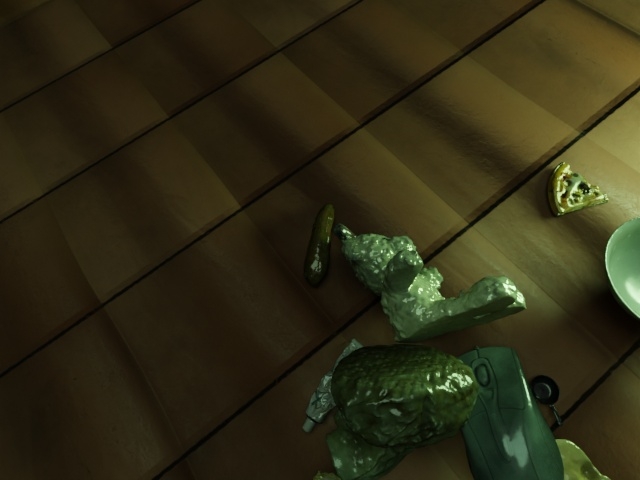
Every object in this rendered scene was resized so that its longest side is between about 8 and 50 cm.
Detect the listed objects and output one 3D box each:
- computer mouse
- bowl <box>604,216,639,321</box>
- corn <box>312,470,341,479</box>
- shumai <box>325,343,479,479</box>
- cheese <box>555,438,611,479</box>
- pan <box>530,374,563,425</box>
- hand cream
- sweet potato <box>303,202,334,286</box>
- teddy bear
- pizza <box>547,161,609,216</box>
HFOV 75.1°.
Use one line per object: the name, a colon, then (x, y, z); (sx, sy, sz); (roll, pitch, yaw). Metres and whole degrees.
computer mouse: (0.390, 0.386, 0.918); (0.188, 0.122, 0.371); (-21, 42, 18)
bowl: (0.843, 0.106, 1.038); (0.312, 0.146, 0.314); (-3, 64, 6)
corn: (0.010, 0.582, 0.902); (0.084, 0.063, 0.166); (10, 108, 29)
shumai: (0.177, 0.401, 0.920); (0.329, 0.292, 0.289); (-3, 94, -5)
cheese: (0.560, 0.645, 0.834); (0.382, 0.104, 0.385); (-3, 64, 6)
pan: (0.548, 0.385, 1.003); (0.068, 0.023, 0.116); (-12, 61, -1)
hand cream: (0.038, 0.369, 1.054); (0.084, 0.050, 0.257); (34, 69, 22)
sweet potato: (0.000, 0.000, 1.217); (0.075, 0.075, 0.274); (5, 65, 8)
teddy bear: (0.239, 0.054, 1.034); (0.375, 0.327, 0.363); (-28, 61, 25)
pizza: (0.755, -0.133, 1.222); (0.176, 0.036, 0.185); (24, 70, 16)
